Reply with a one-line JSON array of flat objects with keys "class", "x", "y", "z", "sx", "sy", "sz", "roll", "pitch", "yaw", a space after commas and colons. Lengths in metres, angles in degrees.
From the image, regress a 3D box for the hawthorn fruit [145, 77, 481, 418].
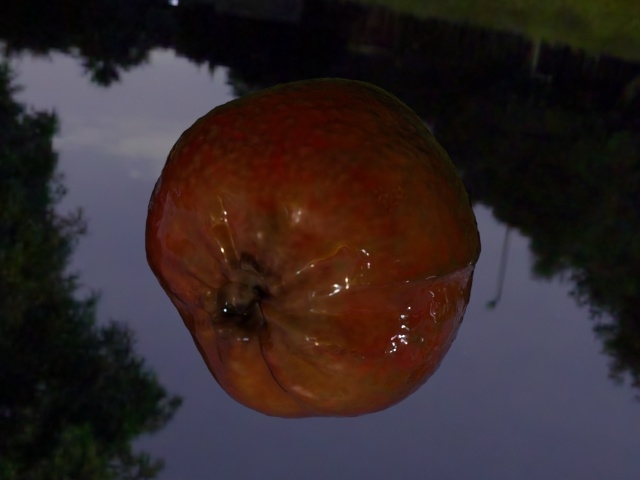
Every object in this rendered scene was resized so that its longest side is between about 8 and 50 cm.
[{"class": "hawthorn fruit", "x": 0.000, "y": 0.000, "z": 0.397, "sx": 0.128, "sy": 0.128, "sz": 0.128, "roll": 8, "pitch": -167, "yaw": -2}]
